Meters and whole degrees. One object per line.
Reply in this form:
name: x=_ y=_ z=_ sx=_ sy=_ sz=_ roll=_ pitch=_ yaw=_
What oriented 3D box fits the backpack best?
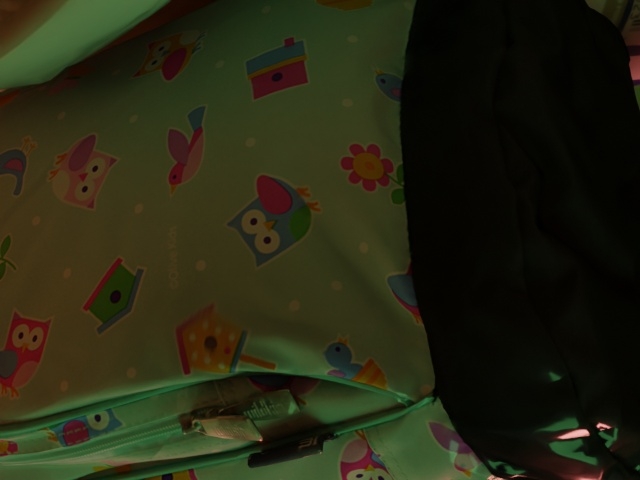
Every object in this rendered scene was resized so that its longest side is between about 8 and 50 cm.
backpack: x=-0.015 y=0.009 z=0.422 sx=0.182 sy=0.152 sz=0.115 roll=-16 pitch=138 yaw=25

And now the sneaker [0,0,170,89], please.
sneaker: x=0.032 y=-0.118 z=0.362 sx=0.169 sy=0.108 sz=0.292 roll=2 pitch=151 yaw=-41

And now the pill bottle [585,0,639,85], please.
pill bottle: x=0.114 y=-0.096 z=0.523 sx=0.169 sy=0.094 sz=0.094 roll=-7 pitch=158 yaw=-31
